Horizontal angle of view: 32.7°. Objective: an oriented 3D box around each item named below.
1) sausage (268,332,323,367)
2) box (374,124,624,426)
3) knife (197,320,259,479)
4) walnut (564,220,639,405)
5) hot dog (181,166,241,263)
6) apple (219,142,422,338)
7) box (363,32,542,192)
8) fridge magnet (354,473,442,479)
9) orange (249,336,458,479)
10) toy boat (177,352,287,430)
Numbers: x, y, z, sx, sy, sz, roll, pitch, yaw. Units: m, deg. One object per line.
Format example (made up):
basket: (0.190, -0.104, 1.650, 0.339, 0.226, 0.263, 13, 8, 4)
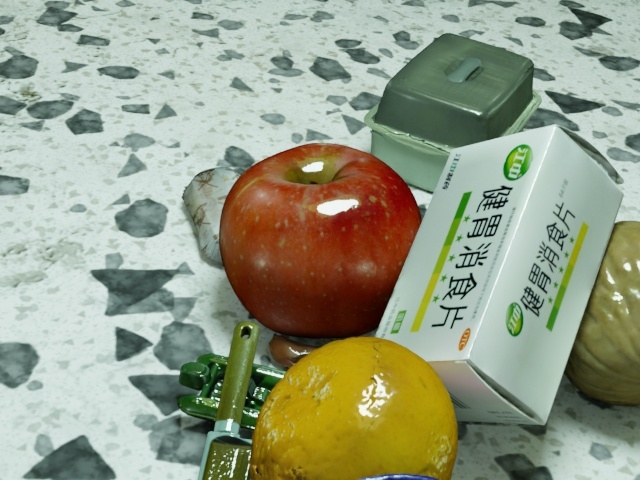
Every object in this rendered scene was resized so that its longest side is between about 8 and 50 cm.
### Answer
sausage: (0.012, 0.146, 1.329, 0.158, 0.036, 0.042, 11, 37, 4)
box: (0.204, 0.038, 1.252, 0.173, 0.145, 0.333, -9, 49, 51)
knife: (-0.093, 0.219, 1.157, 0.061, 0.027, 0.343, 6, 47, 5)
walnut: (0.368, 0.085, 1.316, 0.228, 0.228, 0.228, 5, 35, -3)
hot dog: (-0.131, -0.036, 1.545, 0.108, 0.059, 0.191, -17, 43, -10)
apple: (0.000, 0.000, 1.375, 0.260, 0.216, 0.260, -1, 31, 1)
box: (0.217, -0.204, 1.756, 0.220, 0.166, 0.290, 22, 38, 18)
fridge magnet: (0.074, 0.334, 0.936, 0.265, 0.112, 0.265, 4, 71, -11)
orange: (0.035, 0.206, 1.100, 0.219, 0.193, 0.219, -31, 13, 8)
toy boat: (-0.061, 0.181, 1.251, 0.210, 0.052, 0.104, 12, 32, 7)
